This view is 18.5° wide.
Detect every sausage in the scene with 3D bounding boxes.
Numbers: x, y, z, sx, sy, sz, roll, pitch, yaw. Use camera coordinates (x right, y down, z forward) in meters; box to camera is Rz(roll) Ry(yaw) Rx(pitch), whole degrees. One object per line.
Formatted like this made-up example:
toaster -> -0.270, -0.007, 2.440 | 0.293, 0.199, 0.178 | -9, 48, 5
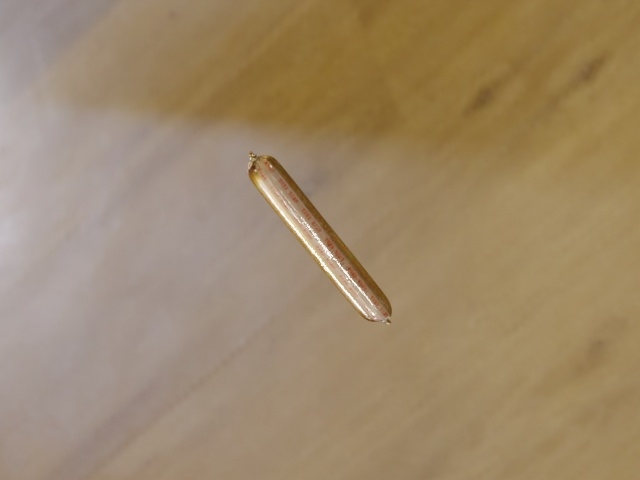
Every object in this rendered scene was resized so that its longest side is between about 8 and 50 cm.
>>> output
sausage -> 0.000, 0.000, 0.819 | 0.015, 0.100, 0.015 | -32, 24, 16
